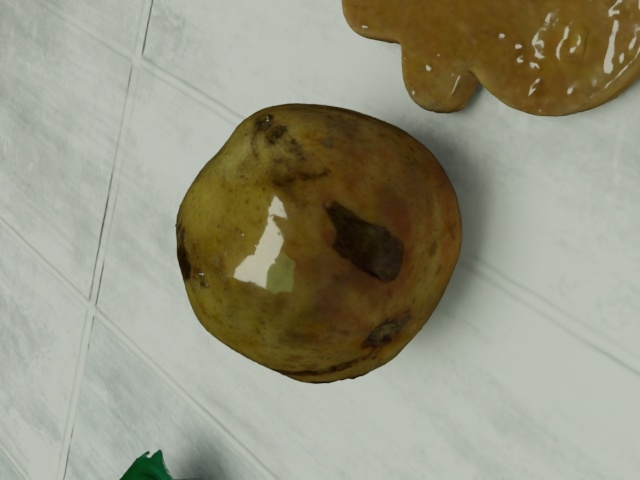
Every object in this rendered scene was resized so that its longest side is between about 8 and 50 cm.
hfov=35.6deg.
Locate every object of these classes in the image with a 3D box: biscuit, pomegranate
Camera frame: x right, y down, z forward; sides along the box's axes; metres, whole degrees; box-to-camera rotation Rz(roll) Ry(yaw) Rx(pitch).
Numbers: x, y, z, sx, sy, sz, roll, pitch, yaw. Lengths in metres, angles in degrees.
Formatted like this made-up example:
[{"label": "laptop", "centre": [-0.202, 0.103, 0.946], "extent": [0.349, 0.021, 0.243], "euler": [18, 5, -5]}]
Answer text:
[{"label": "biscuit", "centre": [0.162, -0.244, 0.918], "extent": [0.355, 0.052, 0.275], "euler": [25, 113, 40]}, {"label": "pomegranate", "centre": [0.000, 0.000, 0.972], "extent": [0.281, 0.281, 0.281], "euler": [8, 101, 45]}]

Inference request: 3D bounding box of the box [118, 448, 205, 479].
[{"label": "box", "centre": [-0.170, 0.460, 1.321], "extent": [0.264, 0.106, 0.336], "euler": [-48, 61, 38]}]
